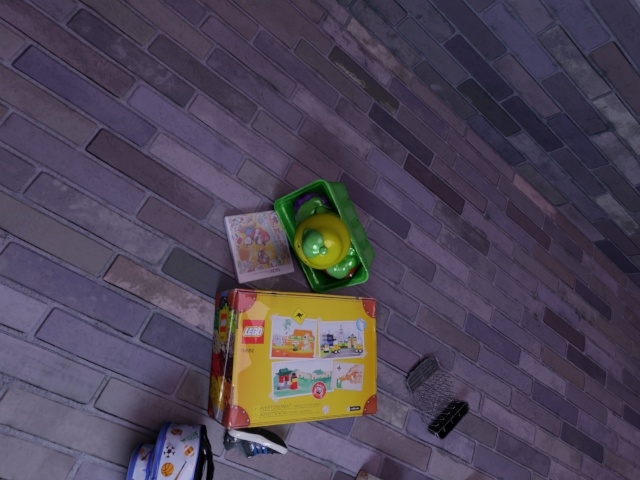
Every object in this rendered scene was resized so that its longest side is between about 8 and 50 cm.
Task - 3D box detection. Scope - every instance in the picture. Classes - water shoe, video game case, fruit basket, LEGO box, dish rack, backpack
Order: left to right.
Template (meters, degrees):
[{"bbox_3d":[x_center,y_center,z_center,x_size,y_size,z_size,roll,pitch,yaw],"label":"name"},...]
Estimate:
[{"bbox_3d":[-0.379,0.601,1.045,0.213,0.276,0.263,17,68,-13],"label":"backpack"},{"bbox_3d":[-0.199,0.620,1.254,0.203,0.073,0.080,30,87,-18],"label":"water shoe"},{"bbox_3d":[-0.205,0.017,1.394,0.207,0.026,0.226,-10,85,-33],"label":"video game case"},{"bbox_3d":[-0.072,0.357,1.301,0.501,0.193,0.371,9,75,-29],"label":"LEGO box"},{"bbox_3d":[0.000,0.000,1.344,0.392,0.283,0.391,26,55,-43],"label":"fruit basket"},{"bbox_3d":[0.459,0.613,1.638,0.208,0.074,0.271,-28,94,-33],"label":"dish rack"}]

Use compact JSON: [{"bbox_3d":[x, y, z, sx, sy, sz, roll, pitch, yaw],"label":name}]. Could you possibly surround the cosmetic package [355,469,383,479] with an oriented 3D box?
[{"bbox_3d":[0.140,0.941,1.342,0.153,0.129,0.296,48,59,-15],"label":"cosmetic package"}]
